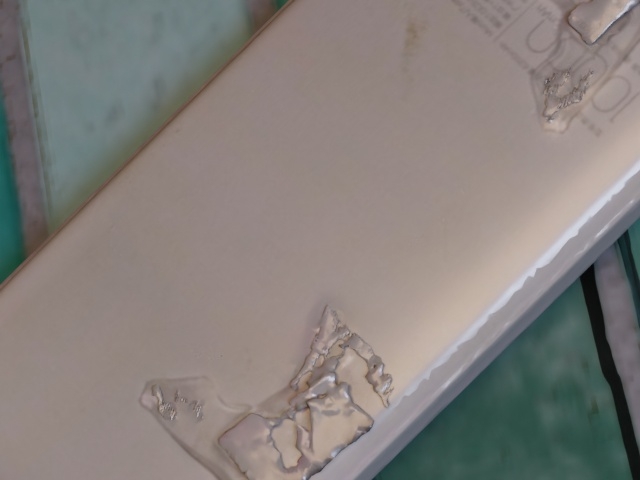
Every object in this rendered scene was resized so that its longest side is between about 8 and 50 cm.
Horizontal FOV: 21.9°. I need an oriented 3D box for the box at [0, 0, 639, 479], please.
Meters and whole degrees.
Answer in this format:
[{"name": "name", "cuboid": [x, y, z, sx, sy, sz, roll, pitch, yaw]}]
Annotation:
[{"name": "box", "cuboid": [0.000, 0.000, 0.562, 0.285, 0.044, 0.142, -44, 70, 1]}]
